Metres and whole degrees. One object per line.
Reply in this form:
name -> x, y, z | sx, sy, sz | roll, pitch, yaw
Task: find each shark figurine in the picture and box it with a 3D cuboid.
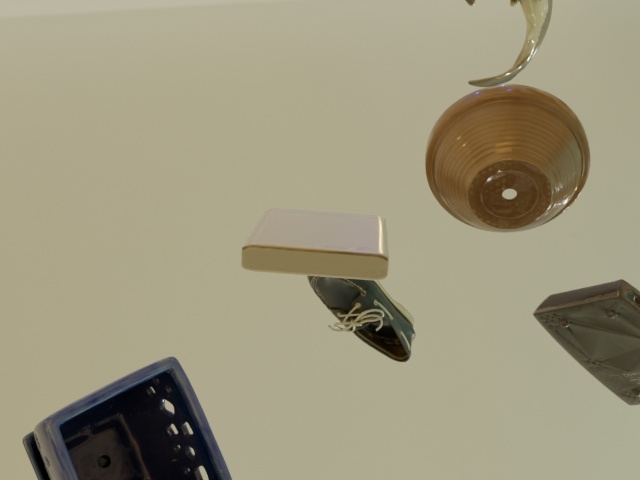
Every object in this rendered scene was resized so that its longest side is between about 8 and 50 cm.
shark figurine -> 0.230, -0.308, 1.103 | 0.278, 0.166, 0.116 | 63, -141, -31

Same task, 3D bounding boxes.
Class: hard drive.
hard drive -> 0.455, 0.153, 1.416 | 0.255, 0.172, 0.054 | 41, -125, -22
hard drive -> 0.000, 0.000, 1.453 | 0.307, 0.203, 0.040 | -75, -11, -79

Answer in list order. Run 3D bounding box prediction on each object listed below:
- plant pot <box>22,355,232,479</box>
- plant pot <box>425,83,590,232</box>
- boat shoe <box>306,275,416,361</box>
plant pot -> -0.309, 0.342, 1.472 | 0.236, 0.212, 0.236 | -24, -92, -36
plant pot -> 0.268, -0.093, 1.361 | 0.237, 0.237, 0.109 | 48, -153, -24
boat shoe -> 0.069, 0.121, 1.587 | 0.254, 0.095, 0.079 | 44, -147, -37
